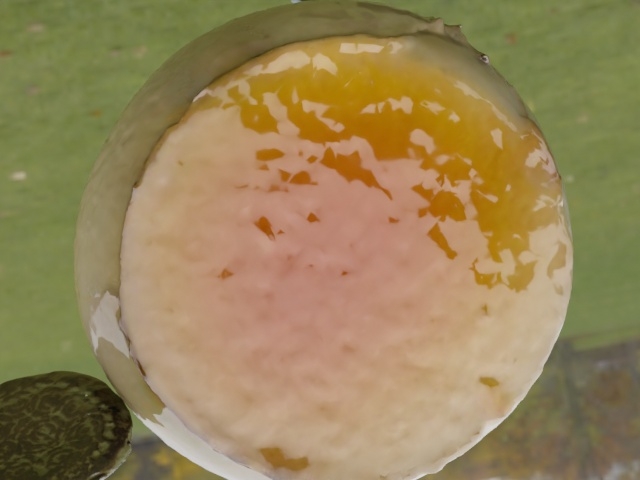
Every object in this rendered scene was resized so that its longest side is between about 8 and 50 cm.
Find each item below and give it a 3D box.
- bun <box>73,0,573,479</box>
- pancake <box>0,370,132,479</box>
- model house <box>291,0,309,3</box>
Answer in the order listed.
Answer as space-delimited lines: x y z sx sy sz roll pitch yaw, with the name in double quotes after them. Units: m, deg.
0.000 0.000 0.986 0.299 0.299 0.165 -8 -169 -14 "bun"
-0.160 0.113 0.923 0.115 0.115 0.011 -9 130 -5 "pancake"
0.005 -0.072 1.461 0.198 0.215 0.224 -49 170 -53 "model house"
